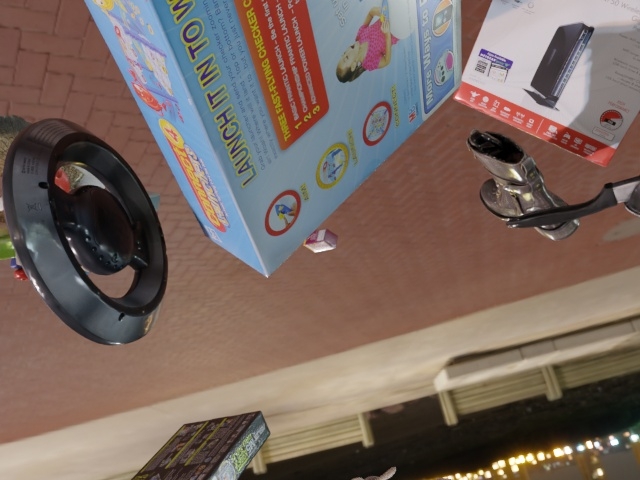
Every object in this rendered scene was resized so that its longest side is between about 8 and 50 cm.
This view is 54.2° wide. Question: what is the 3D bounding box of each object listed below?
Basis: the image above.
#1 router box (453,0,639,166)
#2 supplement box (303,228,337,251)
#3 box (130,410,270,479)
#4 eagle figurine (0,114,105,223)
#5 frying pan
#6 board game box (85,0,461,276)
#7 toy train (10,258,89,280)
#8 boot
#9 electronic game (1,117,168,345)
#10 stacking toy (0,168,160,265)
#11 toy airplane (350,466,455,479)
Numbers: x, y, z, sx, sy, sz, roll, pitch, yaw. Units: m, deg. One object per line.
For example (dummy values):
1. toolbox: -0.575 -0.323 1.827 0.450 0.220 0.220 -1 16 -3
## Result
1. router box: 0.467 -0.349 1.198 0.082 0.335 0.301 -42 155 -49
2. supplement box: 0.000 0.000 1.829 0.083 0.043 0.055 -11 148 41
3. box: -0.250 0.447 1.238 0.216 0.060 0.270 -18 -170 25
4. eagle figurine: -0.591 -0.116 1.287 0.226 0.225 0.298 26 177 -9
5. frying pan: 0.420 -0.071 0.782 0.197 0.053 0.326 -30 -158 -38
6. board game box: -0.006 -0.176 0.503 0.302 0.086 0.308 -45 145 -23
7. toy train: -0.595 0.027 1.330 0.143 0.105 0.248 -8 161 30
8. boot: 0.331 -0.119 1.115 0.229 0.263 0.091 41 89 -31
9. electronic game: -0.219 -0.009 0.612 0.048 0.229 0.229 -18 157 12
10. stacking toy: -0.433 -0.051 1.012 0.309 0.130 0.279 6 -168 20
11. toy airplane: 0.183 0.484 0.912 0.386 0.272 0.384 14 -179 17
